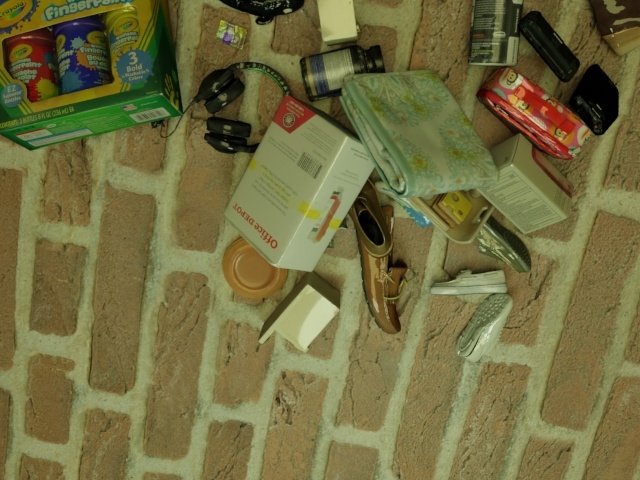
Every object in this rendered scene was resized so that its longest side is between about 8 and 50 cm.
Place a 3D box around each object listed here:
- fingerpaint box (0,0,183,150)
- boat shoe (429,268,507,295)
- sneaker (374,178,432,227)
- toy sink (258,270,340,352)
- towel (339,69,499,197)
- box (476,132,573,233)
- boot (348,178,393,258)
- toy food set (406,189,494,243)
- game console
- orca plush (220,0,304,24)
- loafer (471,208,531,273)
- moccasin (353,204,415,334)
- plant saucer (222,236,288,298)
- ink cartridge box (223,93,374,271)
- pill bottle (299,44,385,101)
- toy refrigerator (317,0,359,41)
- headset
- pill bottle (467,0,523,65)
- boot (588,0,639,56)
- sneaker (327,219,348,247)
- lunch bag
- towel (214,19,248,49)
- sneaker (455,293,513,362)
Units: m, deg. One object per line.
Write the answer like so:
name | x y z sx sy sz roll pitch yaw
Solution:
fingerpaint box | -0.615 -0.475 1.714 0.444 0.163 0.372 -11 79 6
boat shoe | 0.431 0.121 1.928 0.226 0.083 0.076 -2 82 -2
sneaker | 0.262 -0.101 1.865 0.239 0.091 0.126 10 105 0
toy sink | -0.056 0.228 1.935 0.131 0.153 0.234 39 102 -7
towel | 0.249 -0.278 1.661 0.320 0.090 0.375 -11 63 -29
box | 0.544 -0.149 1.768 0.232 0.127 0.148 39 144 -18
boot | 0.109 -0.103 1.787 0.112 0.115 0.306 -28 72 4
toy food set | 0.345 -0.164 1.781 0.306 0.092 0.220 43 60 -7
game console | 0.650 -0.448 1.707 0.361 0.213 0.044 48 137 -6
orca plush | -0.188 -0.668 1.739 0.287 0.102 0.151 25 104 -3
loafer | 0.502 0.006 1.889 0.251 0.094 0.087 45 127 1
moccasin | 0.195 0.086 1.902 0.146 0.139 0.381 -7 95 14
plant saucer | -0.197 0.082 1.964 0.199 0.037 0.200 1 104 3
ink cartridge box | -0.058 -0.150 1.768 0.279 0.160 0.385 42 107 37
pill bottle | 0.062 -0.455 1.769 0.219 0.123 0.123 -12 103 6
toy refrigerator | 0.050 -0.557 1.668 0.094 0.269 0.102 -8 103 4
headset | -0.273 -0.359 1.829 0.393 0.185 0.244 -12 108 -9
pill bottle | 0.458 -0.581 1.711 0.130 0.130 0.246 3 105 3
boot | 0.832 -0.624 1.699 0.248 0.090 0.207 -29 103 13
sneaker | 0.000 0.000 1.917 0.086 0.064 0.192 42 100 -2
lunch bag | 0.556 -0.330 1.703 0.293 0.258 0.120 36 101 -5
towel | -0.246 -0.569 1.816 0.083 0.009 0.060 22 105 -3
sneaker | 0.502 0.260 1.956 0.094 0.090 0.235 29 105 -22
